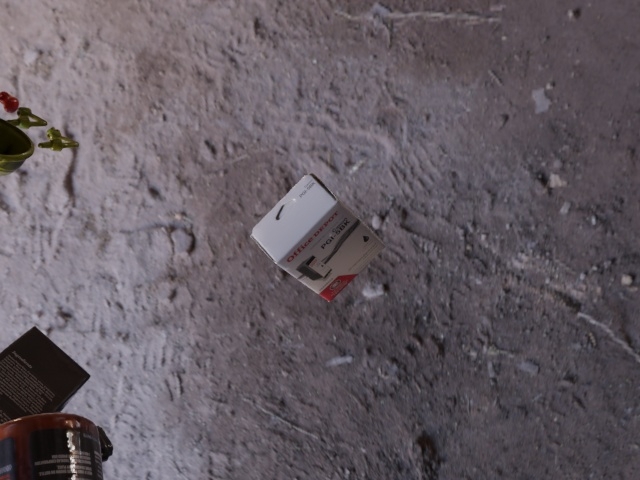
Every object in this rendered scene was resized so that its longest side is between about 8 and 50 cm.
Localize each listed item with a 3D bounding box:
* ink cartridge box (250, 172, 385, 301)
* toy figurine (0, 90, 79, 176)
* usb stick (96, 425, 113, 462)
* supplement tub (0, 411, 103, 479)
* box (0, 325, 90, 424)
[{"bbox_3d":[0.000,0.000,0.885,0.099,0.135,0.056,-46,55,4],"label":"ink cartridge box"},{"bbox_3d":[-0.570,-0.129,1.173,0.362,0.191,0.217,32,108,16],"label":"toy figurine"},{"bbox_3d":[-0.458,0.353,1.208,0.278,0.045,0.077,-11,38,-43],"label":"usb stick"},{"bbox_3d":[-0.231,0.254,0.656,0.106,0.106,0.198,-17,58,1],"label":"supplement tub"},{"bbox_3d":[-0.362,0.203,0.861,0.093,0.158,0.156,42,115,-5],"label":"box"}]
